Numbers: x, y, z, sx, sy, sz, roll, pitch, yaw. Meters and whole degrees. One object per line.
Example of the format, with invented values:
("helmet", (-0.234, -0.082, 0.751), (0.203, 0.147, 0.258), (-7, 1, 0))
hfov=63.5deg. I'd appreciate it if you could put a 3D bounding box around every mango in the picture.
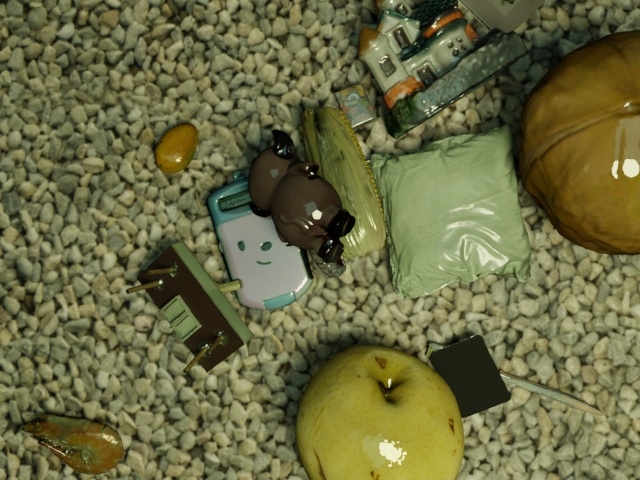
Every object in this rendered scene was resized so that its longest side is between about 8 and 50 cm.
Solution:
("mango", (-0.292, -0.189, 1.054), (0.079, 0.057, 0.114), (35, 87, 9))

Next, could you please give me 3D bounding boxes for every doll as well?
("doll", (-0.044, -0.077, 0.930), (0.257, 0.117, 0.182), (47, 127, 36))

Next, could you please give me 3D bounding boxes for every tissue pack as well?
("tissue pack", (0.073, -0.273, 1.058), (0.063, 0.035, 0.083), (-24, 88, 1))

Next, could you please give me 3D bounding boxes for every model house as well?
("model house", (0.187, -0.382, 0.982), (0.271, 0.190, 0.301), (-32, 87, 2))

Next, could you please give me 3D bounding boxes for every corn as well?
("corn", (0.039, -0.114, 1.002), (0.122, 0.123, 0.305), (-22, 78, 16))

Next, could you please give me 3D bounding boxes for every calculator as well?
("calculator", (-0.122, -0.003, 1.049), (0.173, 0.051, 0.293), (-18, 88, 1))

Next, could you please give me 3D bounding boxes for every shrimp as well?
("shrimp", (-0.508, 0.413, 1.052), (0.217, 0.051, 0.115), (16, 91, -1))
("shrimp", (0.000, 0.000, 1.034), (0.065, 0.056, 0.165), (-27, 98, -38))

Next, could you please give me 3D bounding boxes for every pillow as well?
("pillow", (0.246, -0.048, 1.002), (0.283, 0.138, 0.310), (-8, 84, 12))

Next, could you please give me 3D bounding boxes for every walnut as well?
("walnut", (0.500, -0.151, 0.879), (0.308, 0.398, 0.354), (-6, 73, 25))

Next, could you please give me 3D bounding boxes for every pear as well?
("pear", (0.102, 0.346, 0.921), (0.309, 0.309, 0.309), (0, 89, 1))

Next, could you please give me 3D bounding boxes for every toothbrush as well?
("toothbrush", (0.392, 0.280, 1.043), (0.375, 0.028, 0.037), (20, 95, 2))

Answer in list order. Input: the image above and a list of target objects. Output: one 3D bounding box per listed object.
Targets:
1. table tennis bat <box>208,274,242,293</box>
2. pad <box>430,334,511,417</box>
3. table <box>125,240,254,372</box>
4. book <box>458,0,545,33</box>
("table tennis bat", (-0.225, 0.104, 1.041), (0.156, 0.013, 0.087), (-14, 93, 22))
("pad", (0.300, 0.274, 1.036), (0.112, 0.003, 0.157), (-26, 98, 11))
("table", (-0.262, 0.139, 0.997), (0.121, 0.111, 0.240), (-40, 86, 25))
("book", (0.357, -0.512, 1.066), (0.127, 0.014, 0.182), (-45, 88, 0))
